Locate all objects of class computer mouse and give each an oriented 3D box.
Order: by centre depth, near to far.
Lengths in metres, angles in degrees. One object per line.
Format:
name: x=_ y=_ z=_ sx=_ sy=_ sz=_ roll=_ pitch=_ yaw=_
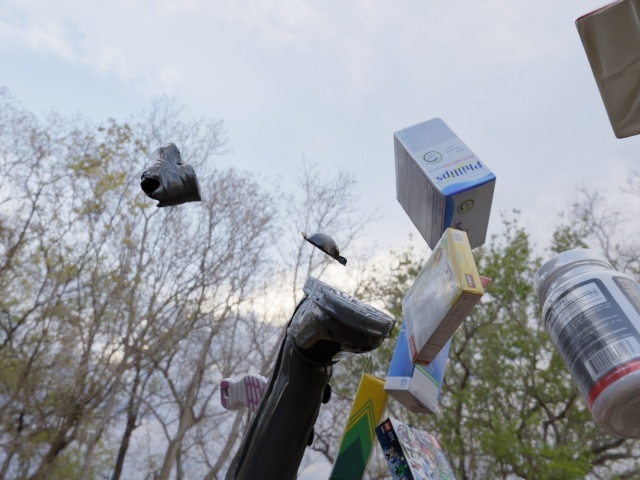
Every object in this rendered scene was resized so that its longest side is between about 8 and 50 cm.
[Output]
computer mouse: x=0.000 y=0.000 z=1.709 sx=0.184 sy=0.060 sz=0.262 roll=34 pitch=-1 yaw=26

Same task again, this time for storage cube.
storage cube: x=0.497 y=-0.269 z=0.638 sx=0.193 sy=0.215 sz=0.184 roll=-29 pitch=10 yaw=-15

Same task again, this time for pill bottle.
pill bottle: x=0.592 y=0.192 z=1.004 sx=0.210 sy=0.363 sz=0.210 roll=-1 pitch=-53 yaw=-1

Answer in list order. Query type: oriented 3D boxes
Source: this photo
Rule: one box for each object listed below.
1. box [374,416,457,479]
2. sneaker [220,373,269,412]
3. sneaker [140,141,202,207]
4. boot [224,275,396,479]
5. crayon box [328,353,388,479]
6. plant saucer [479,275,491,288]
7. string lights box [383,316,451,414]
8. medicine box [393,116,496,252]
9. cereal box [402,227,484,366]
box: x=0.201 y=0.453 z=0.896 sx=0.159 sy=0.233 sz=0.044 roll=32 pitch=-69 yaw=-33
sneaker: x=-0.167 y=0.394 z=1.284 sx=0.104 sy=0.095 sz=0.236 roll=5 pitch=-15 yaw=-40
sneaker: x=-0.403 y=-0.169 z=1.252 sx=0.130 sy=0.286 sz=0.109 roll=-22 pitch=-56 yaw=-20
boot: x=-0.043 y=0.298 z=0.851 sx=0.146 sy=0.445 sz=0.367 roll=26 pitch=-4 yaw=-4
crayon box: x=0.120 y=0.481 z=1.296 sx=0.081 sy=0.318 sz=0.202 roll=16 pitch=-21 yaw=15
plant saucer: x=0.459 y=0.215 z=1.788 sx=0.259 sy=0.047 sz=0.258 roll=-35 pitch=-1 yaw=-20
string lights box: x=0.261 y=0.295 z=1.262 sx=0.077 sy=0.259 sz=0.133 roll=-15 pitch=-49 yaw=43
medicine box: x=0.329 y=-0.142 z=1.349 sx=0.149 sy=0.289 sz=0.263 roll=-22 pitch=-39 yaw=-7
cereal box: x=0.237 y=0.117 z=0.988 sx=0.047 sy=0.173 sz=0.240 roll=12 pitch=-48 yaw=-10
